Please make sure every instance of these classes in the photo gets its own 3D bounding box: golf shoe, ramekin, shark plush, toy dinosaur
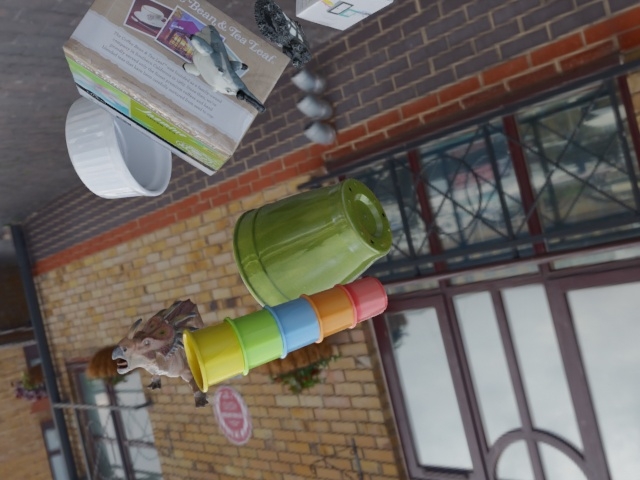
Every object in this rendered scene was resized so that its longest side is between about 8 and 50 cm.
[{"bbox_3d":[-0.095,-0.530,1.558,0.077,0.198,0.093,-21,-143,25],"label":"golf shoe"},{"bbox_3d":[-0.478,-0.230,1.481,0.135,0.277,0.277,-10,179,12],"label":"ramekin"},{"bbox_3d":[-0.137,-0.259,0.929,0.067,0.161,0.073,-37,159,-34],"label":"shark plush"},{"bbox_3d":[-0.268,0.171,1.144,0.127,0.200,0.295,-2,-153,0],"label":"toy dinosaur"}]

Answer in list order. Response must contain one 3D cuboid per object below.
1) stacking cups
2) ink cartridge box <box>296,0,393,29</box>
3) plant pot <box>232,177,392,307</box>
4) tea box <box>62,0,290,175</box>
[{"bbox_3d":[-0.043,0.136,0.948,0.316,0.096,0.096,-14,179,-24],"label":"stacking cups"},{"bbox_3d":[0.075,-0.822,1.962,0.197,0.198,0.270,4,175,-33],"label":"ink cartridge box"},{"bbox_3d":[0.000,0.000,1.793,0.353,0.366,0.366,-28,171,31],"label":"plant pot"},{"bbox_3d":[-0.279,-0.317,1.205,0.329,0.220,0.323,32,170,-13],"label":"tea box"}]
